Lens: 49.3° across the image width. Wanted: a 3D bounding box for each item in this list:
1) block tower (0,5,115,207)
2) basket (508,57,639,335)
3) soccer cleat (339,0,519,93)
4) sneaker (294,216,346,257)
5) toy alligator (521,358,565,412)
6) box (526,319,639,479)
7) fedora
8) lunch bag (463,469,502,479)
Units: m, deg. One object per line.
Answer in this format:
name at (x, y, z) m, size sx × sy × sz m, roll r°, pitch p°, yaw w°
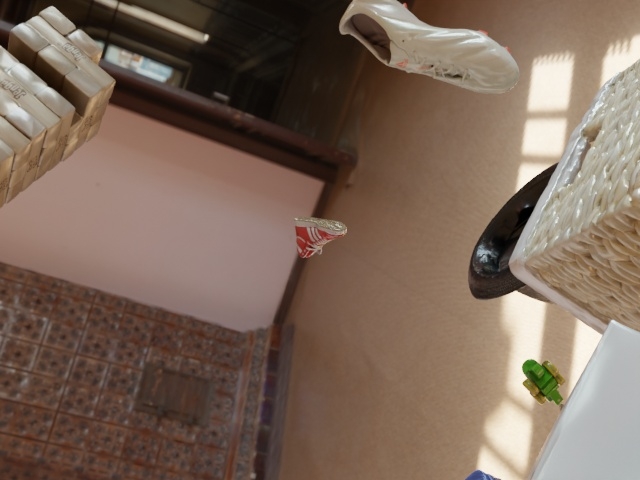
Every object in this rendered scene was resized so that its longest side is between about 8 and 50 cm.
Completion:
block tower at (-0.299, -0.057, 0.540) m, size 0.335 × 0.091 × 0.097 m, roll -53°, pitch 5°, yaw -38°
basket at (0.449, -0.040, 0.767) m, size 0.328 × 0.331 × 0.266 m, roll -57°, pitch -3°, yaw -18°
soccer cleat at (0.111, -0.198, 0.733) m, size 0.076 × 0.196 × 0.068 m, roll -50°, pitch -17°, yaw -34°
sneaker at (0.000, 0.000, 1.151) m, size 0.118 × 0.042 × 0.067 m, roll 13°, pitch 107°, yaw 50°
toy alligator at (0.373, 0.241, 1.166) m, size 0.056 × 0.189 × 0.051 m, roll -44°, pitch 43°, yaw -1°
box at (0.337, 0.246, 0.538) m, size 0.168 × 0.345 × 0.215 m, roll -54°, pitch -24°, yaw -23°
fedora at (0.417, 0.010, 1.240) m, size 0.334 × 0.152 × 0.334 m, roll -53°, pitch 11°, yaw 14°
lunch bag at (0.254, 0.416, 1.114) m, size 0.098 × 0.065 × 0.067 m, roll -51°, pitch 29°, yaw 19°
